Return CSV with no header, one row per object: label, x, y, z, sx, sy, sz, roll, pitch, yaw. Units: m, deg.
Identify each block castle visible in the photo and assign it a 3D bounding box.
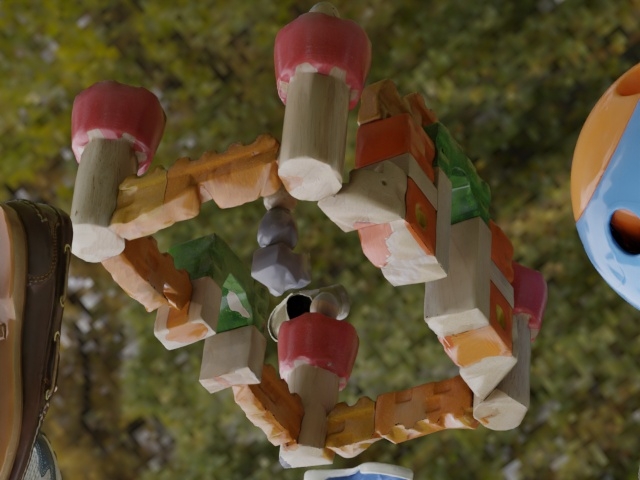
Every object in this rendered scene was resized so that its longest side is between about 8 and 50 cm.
block castle,0.000,0.000,1.789,0.453,0.303,0.212,50,-146,-41

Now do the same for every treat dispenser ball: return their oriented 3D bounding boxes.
treat dispenser ball,0.388,-0.054,1.885,0.288,0.288,0.288,47,-163,-19

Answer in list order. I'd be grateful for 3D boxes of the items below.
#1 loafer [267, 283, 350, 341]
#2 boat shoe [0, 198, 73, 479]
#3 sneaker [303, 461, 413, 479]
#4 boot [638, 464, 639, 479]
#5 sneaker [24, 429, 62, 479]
loafer,-0.023,0.084,2.265,0.050,0.148,0.056,-1,-109,-35
boat shoe,-0.194,0.077,1.229,0.073,0.207,0.073,13,-176,34
sneaker,0.042,0.304,2.236,0.058,0.152,0.084,27,-119,-49
boot,0.406,0.148,2.062,0.085,0.178,0.236,16,-120,4
sneaker,-0.324,0.318,1.904,0.110,0.283,0.122,15,180,-7
